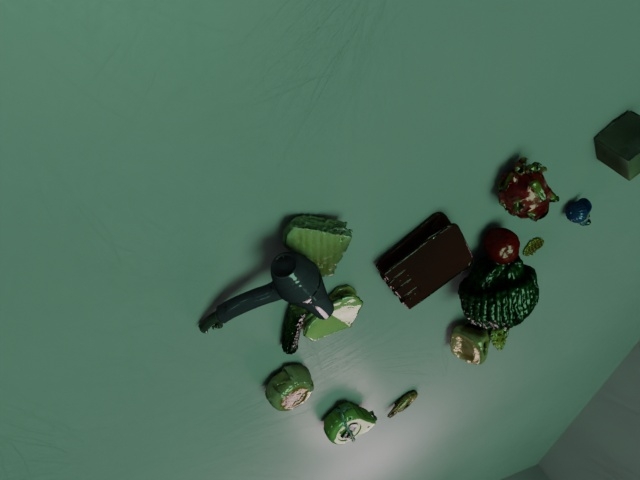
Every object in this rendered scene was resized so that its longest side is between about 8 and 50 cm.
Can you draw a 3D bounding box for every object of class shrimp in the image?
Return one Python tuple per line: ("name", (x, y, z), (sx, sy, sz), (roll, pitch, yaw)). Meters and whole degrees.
("shrimp", (0.343, 0.687, 2.360), (0.162, 0.045, 0.095), (-41, 160, -2))

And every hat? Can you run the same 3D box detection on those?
("hat", (0.589, 0.109, 1.889), (0.274, 0.242, 0.331), (-33, 120, -39))

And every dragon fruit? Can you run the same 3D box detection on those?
("dragon fruit", (0.618, -0.152, 1.685), (0.167, 0.160, 0.172), (-5, 145, 30))

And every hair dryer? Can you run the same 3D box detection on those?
("hair dryer", (-0.151, 0.168, 1.478), (0.362, 0.121, 0.301), (-20, 147, 9))

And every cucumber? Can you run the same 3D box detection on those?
("cucumber", (-0.080, 0.260, 1.662), (0.058, 0.058, 0.187), (-9, 134, -28))

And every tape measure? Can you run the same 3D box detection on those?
("tape measure", (0.100, 0.698, 2.144), (0.175, 0.106, 0.200), (-46, 136, 5))

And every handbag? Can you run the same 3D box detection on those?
("handbag", (0.323, 0.068, 1.737), (0.276, 0.084, 0.260), (-39, 139, 3))

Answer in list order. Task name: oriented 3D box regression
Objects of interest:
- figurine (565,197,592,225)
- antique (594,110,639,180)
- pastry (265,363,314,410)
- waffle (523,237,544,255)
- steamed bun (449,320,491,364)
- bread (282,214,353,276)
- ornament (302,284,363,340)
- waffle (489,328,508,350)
("figurine", (0.926, -0.096, 2.011), (0.087, 0.086, 0.149), (-8, 164, 29))
("antique", (0.993, -0.301, 1.807), (0.152, 0.146, 0.148), (-38, 140, 4))
("pastry", (-0.098, 0.476, 1.822), (0.166, 0.088, 0.165), (-22, 138, -21))
("waffle", (0.775, 0.025, 2.054), (0.078, 0.016, 0.085), (12, 120, -36))
("steamed bun", (0.593, 0.370, 2.162), (0.155, 0.141, 0.172), (-42, 139, -29))
("bread", (0.000, 0.000, 1.460), (0.173, 0.064, 0.232), (-27, 138, 8))
("ornament", (0.048, 0.236, 1.728), (0.201, 0.059, 0.180), (-40, 140, 8))
("waffle", (0.695, 0.308, 2.160), (0.214, 0.054, 0.207), (49, 54, -52))
